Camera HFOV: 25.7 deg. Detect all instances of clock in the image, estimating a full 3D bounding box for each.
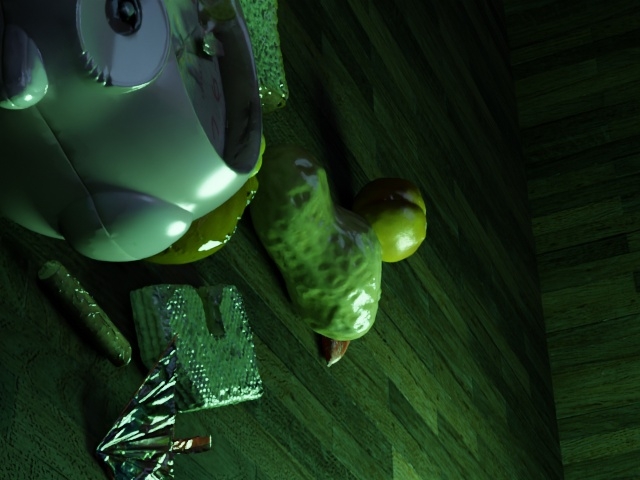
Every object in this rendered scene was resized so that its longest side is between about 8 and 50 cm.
[{"bbox_3d":[-0.224,-0.171,1.258,0.376,0.250,0.368,45,36,-68],"label":"clock"}]

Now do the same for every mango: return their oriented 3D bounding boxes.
[{"bbox_3d":[-0.146,-0.054,1.542,0.156,0.151,0.248,43,20,9],"label":"mango"}]

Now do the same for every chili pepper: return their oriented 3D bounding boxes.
[{"bbox_3d":[0.028,0.107,2.086,0.059,0.050,0.191,59,36,-47],"label":"chili pepper"}]

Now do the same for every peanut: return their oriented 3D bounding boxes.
[{"bbox_3d":[0.000,0.000,1.932,0.147,0.147,0.319,-77,146,-55],"label":"peanut"}]

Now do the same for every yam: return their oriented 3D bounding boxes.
[{"bbox_3d":[-0.231,0.074,1.392,0.032,0.032,0.145,-86,153,-43],"label":"yam"}]

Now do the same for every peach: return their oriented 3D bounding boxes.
[{"bbox_3d":[0.112,-0.038,2.314,0.138,0.138,0.138,-15,90,-71],"label":"peach"}]

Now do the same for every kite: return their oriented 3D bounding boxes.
[{"bbox_3d":[-0.168,0.207,1.443,0.189,0.009,0.232,11,77,-57],"label":"kite"}]

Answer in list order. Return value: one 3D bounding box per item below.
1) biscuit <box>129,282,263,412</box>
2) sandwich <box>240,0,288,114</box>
[{"bbox_3d":[-0.137,0.119,1.602,0.250,0.046,0.147,8,69,-70],"label":"biscuit"},{"bbox_3d":[-0.140,-0.297,1.826,0.288,0.099,0.254,-1,83,-71],"label":"sandwich"}]
